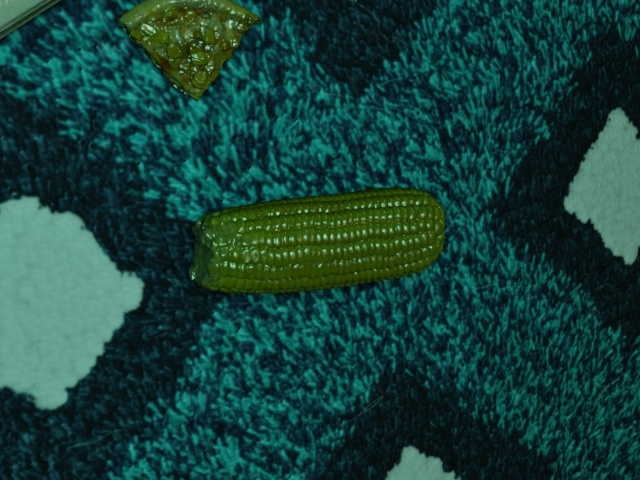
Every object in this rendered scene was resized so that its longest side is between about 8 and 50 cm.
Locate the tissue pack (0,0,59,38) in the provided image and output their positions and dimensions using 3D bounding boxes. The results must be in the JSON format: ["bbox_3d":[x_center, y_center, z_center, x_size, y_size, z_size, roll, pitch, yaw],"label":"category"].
[{"bbox_3d":[-0.335,-0.331,0.758,0.325,0.071,0.170,-40,109,-16],"label":"tissue pack"}]

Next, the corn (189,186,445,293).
[{"bbox_3d":[0.000,0.000,0.927,0.345,0.131,0.131,-5,98,-24],"label":"corn"}]

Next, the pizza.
[{"bbox_3d":[-0.159,-0.240,0.870,0.178,0.041,0.130,4,96,-26],"label":"pizza"}]
